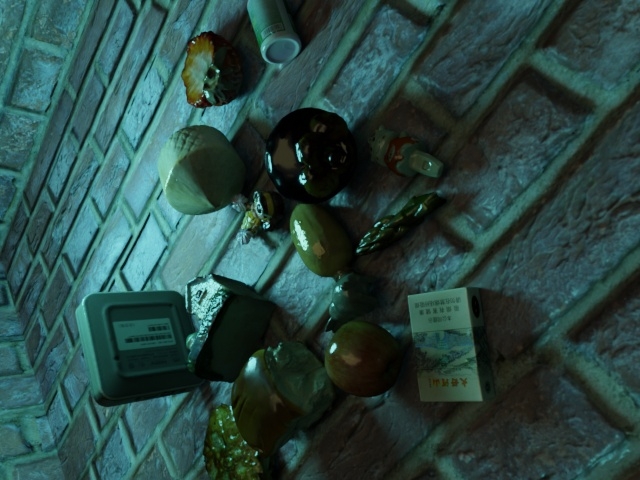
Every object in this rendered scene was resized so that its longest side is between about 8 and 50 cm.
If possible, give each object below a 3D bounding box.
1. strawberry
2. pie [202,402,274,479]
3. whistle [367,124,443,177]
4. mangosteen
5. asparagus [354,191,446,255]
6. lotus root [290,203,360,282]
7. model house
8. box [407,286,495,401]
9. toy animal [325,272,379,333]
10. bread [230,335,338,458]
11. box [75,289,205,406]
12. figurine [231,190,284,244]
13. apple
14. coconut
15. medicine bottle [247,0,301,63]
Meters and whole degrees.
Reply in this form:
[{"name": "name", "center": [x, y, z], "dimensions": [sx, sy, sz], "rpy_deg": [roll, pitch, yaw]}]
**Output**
[{"name": "strawberry", "center": [-0.388, -0.612, 1.962], "dimensions": [0.336, 0.149, 0.265], "rpy_deg": [44, 123, 47]}, {"name": "pie", "center": [-0.270, 0.699, 1.763], "dimensions": [0.288, 0.103, 0.355], "rpy_deg": [-55, 50, 26]}, {"name": "whistle", "center": [0.210, -0.220, 1.399], "dimensions": [0.253, 0.106, 0.102], "rpy_deg": [34, 150, 38]}, {"name": "mangosteen", "center": [-0.013, -0.226, 1.496], "dimensions": [0.287, 0.233, 0.287], "rpy_deg": [-16, 54, 24]}, {"name": "asparagus", "center": [0.198, -0.042, 1.410], "dimensions": [0.287, 0.080, 0.080], "rpy_deg": [-39, 61, 24]}, {"name": "lotus root", "center": [0.000, -0.002, 1.550], "dimensions": [0.146, 0.131, 0.303], "rpy_deg": [-50, 56, 29]}, {"name": "model house", "center": [-0.343, 0.268, 1.779], "dimensions": [0.284, 0.243, 0.298], "rpy_deg": [28, 94, 45]}, {"name": "box", "center": [0.306, 0.247, 1.290], "dimensions": [0.164, 0.069, 0.256], "rpy_deg": [-15, 76, 41]}, {"name": "toy animal", "center": [0.067, 0.170, 1.491], "dimensions": [0.236, 0.138, 0.108], "rpy_deg": [-40, 40, 51]}, {"name": "bread", "center": [-0.122, 0.457, 1.564], "dimensions": [0.250, 0.225, 0.279], "rpy_deg": [49, 122, 35]}, {"name": "box", "center": [-0.627, 0.365, 1.920], "dimensions": [0.111, 0.396, 0.396], "rpy_deg": [-42, 61, 36]}, {"name": "figurine", "center": [-0.206, -0.078, 1.759], "dimensions": [0.240, 0.116, 0.175], "rpy_deg": [-33, 63, 43]}, {"name": "apple", "center": [0.112, 0.302, 1.387], "dimensions": [0.174, 0.188, 0.188], "rpy_deg": [14, 96, 38]}, {"name": "coconut", "center": [-0.404, -0.221, 1.847], "dimensions": [0.329, 0.329, 0.329], "rpy_deg": [-4, 84, 42]}, {"name": "medicine bottle", "center": [-0.158, -0.716, 1.753], "dimensions": [0.133, 0.133, 0.274], "rpy_deg": [-32, 67, 37]}]
